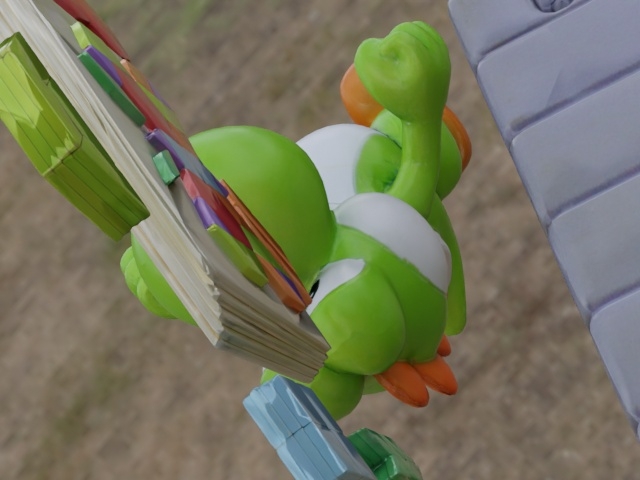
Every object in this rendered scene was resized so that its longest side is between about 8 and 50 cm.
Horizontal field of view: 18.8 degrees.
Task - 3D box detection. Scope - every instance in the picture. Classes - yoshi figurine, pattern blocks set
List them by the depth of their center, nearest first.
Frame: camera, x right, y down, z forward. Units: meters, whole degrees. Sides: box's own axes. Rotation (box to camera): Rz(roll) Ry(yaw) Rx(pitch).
[{"bbox_3d":[-0.064,-0.025,0.794,0.026,0.325,0.285,-38,-9,6],"label":"pattern blocks set"},{"bbox_3d":[-0.012,-0.024,1.119,0.362,0.203,0.203,-78,-10,-71],"label":"yoshi figurine"}]

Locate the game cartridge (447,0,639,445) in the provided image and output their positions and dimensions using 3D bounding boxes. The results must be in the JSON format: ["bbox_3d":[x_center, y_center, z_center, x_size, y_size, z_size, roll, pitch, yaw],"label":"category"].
[{"bbox_3d":[0.222,-0.065,0.483,0.355,0.068,0.230,-27,45,9],"label":"game cartridge"}]
